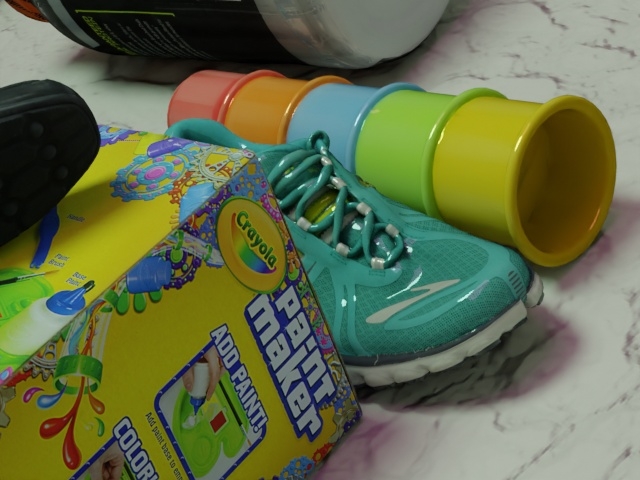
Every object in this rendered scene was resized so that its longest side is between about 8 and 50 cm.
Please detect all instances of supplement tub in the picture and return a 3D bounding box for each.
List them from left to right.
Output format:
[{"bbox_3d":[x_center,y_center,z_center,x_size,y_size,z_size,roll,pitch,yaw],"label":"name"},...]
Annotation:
[{"bbox_3d":[-0.082,-0.233,1.222,0.338,0.207,0.207,8,43,37],"label":"supplement tub"}]

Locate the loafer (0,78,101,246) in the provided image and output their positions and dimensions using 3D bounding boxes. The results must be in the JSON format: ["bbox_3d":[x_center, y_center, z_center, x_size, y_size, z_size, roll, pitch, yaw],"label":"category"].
[{"bbox_3d":[-0.209,-0.017,0.774,0.223,0.076,0.078,-28,40,-4],"label":"loafer"}]

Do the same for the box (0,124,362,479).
[{"bbox_3d":[-0.190,0.081,0.854,0.290,0.177,0.279,13,46,42],"label":"box"}]

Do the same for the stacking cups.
[{"bbox_3d":[0.022,-0.062,1.013,0.316,0.096,0.096,16,48,43],"label":"stacking cups"}]

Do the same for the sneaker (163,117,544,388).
[{"bbox_3d":[0.000,0.000,0.925,0.275,0.110,0.107,19,50,44],"label":"sneaker"}]
